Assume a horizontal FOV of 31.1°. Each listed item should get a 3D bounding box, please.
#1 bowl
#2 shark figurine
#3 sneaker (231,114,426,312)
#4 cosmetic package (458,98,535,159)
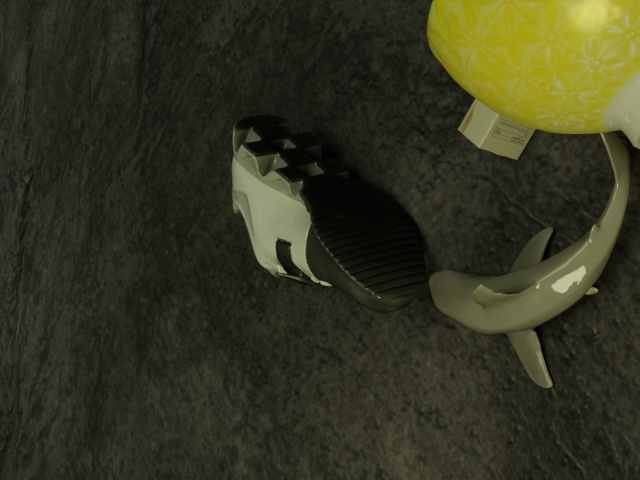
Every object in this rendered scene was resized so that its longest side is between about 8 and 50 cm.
[{"bbox_3d":[0.240,-0.163,0.848,0.289,0.289,0.156,-43,66,35],"label":"bowl"},{"bbox_3d":[0.193,0.022,1.035,0.278,0.116,0.166,-46,50,36],"label":"shark figurine"},{"bbox_3d":[0.000,0.000,1.286,0.330,0.123,0.146,49,136,43],"label":"sneaker"},{"bbox_3d":[0.190,-0.141,1.117,0.115,0.060,0.041,-60,41,19],"label":"cosmetic package"}]
